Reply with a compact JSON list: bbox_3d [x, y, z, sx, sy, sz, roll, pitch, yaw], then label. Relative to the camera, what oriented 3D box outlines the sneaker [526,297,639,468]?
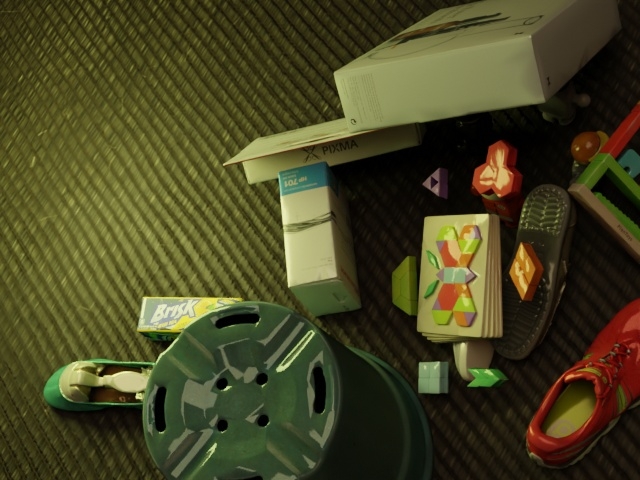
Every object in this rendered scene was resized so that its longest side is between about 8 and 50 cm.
[{"bbox_3d":[0.374,0.185,1.428,0.107,0.118,0.279,35,81,27],"label":"sneaker"}]

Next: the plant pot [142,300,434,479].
[{"bbox_3d":[-0.049,0.250,1.415,0.341,0.334,0.341,-6,66,15],"label":"plant pot"}]

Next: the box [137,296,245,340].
[{"bbox_3d":[-0.193,0.123,1.674,0.169,0.054,0.059,0,68,17],"label":"box"}]

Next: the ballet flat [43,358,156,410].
[{"bbox_3d":[-0.327,0.215,1.658,0.247,0.087,0.083,-2,67,17],"label":"ballet flat"}]

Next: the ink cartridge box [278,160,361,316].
[{"bbox_3d":[0.000,0.000,1.617,0.082,0.139,0.190,-10,65,12],"label":"ink cartridge box"}]

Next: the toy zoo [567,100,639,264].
[{"bbox_3d":[0.497,-0.116,1.501,0.192,0.030,0.293,42,82,-17],"label":"toy zoo"}]

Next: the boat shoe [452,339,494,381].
[{"bbox_3d":[0.207,0.111,1.551,0.063,0.066,0.184,-10,73,44],"label":"boat shoe"}]

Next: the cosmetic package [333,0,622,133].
[{"bbox_3d":[0.232,-0.267,1.522,0.284,0.097,0.377,-3,22,31],"label":"cosmetic package"}]

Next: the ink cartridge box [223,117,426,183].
[{"bbox_3d":[0.014,-0.139,1.628,0.275,0.239,0.060,-12,103,12],"label":"ink cartridge box"}]

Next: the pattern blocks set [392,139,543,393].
[{"bbox_3d":[0.192,0.049,1.502,0.285,0.026,0.324,-26,64,50],"label":"pattern blocks set"}]

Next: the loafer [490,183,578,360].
[{"bbox_3d":[0.310,0.049,1.514,0.094,0.087,0.251,24,100,40],"label":"loafer"}]

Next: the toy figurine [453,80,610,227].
[{"bbox_3d":[0.304,-0.147,1.579,0.210,0.148,0.213,-19,62,9],"label":"toy figurine"}]
